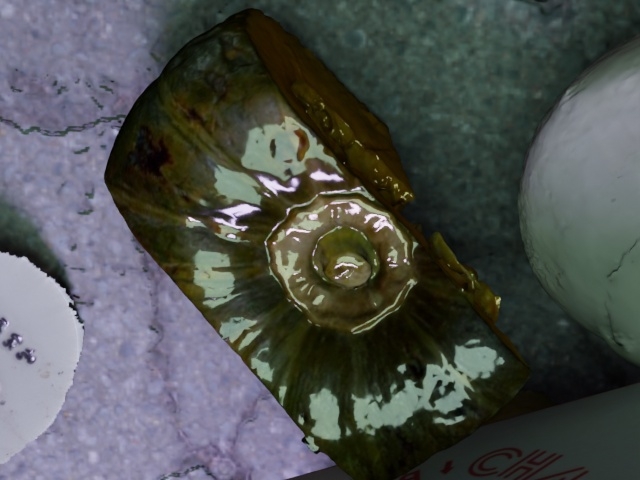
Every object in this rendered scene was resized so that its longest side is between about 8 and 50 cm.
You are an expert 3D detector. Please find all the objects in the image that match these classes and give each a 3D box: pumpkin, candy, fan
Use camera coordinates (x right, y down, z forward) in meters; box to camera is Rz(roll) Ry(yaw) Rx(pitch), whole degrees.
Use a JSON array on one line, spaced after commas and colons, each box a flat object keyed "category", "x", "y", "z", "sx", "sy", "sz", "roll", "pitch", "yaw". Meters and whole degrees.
[{"category": "pumpkin", "x": -0.001, "y": 0.001, "z": 0.904, "sx": 0.139, "sy": 0.190, "sz": 0.280, "roll": -41, "pitch": 85, "yaw": 11}, {"category": "candy", "x": 0.251, "y": -0.037, "z": 0.852, "sx": 0.295, "sy": 0.185, "sz": 0.295, "roll": 5, "pitch": 141, "yaw": 4}, {"category": "fan", "x": -0.311, "y": 0.128, "z": 1.019, "sx": 0.329, "sy": 0.009, "sz": 0.191, "roll": -40, "pitch": 126, "yaw": -5}]

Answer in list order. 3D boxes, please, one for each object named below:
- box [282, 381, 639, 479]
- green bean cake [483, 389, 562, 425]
[{"category": "box", "x": 0.105, "y": 0.289, "z": 0.787, "sx": 0.312, "sy": 0.314, "sz": 0.300, "roll": -18, "pitch": 104, "yaw": 18}, {"category": "green bean cake", "x": 0.116, "y": 0.244, "z": 1.005, "sx": 0.224, "sy": 0.131, "sz": 0.230, "roll": -33, "pitch": 99, "yaw": 18}]
